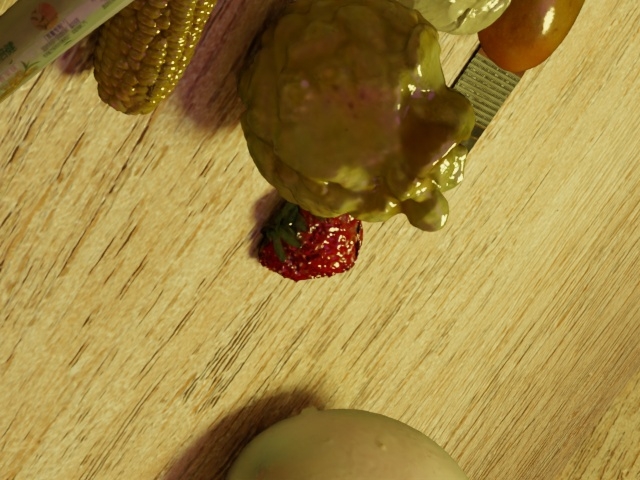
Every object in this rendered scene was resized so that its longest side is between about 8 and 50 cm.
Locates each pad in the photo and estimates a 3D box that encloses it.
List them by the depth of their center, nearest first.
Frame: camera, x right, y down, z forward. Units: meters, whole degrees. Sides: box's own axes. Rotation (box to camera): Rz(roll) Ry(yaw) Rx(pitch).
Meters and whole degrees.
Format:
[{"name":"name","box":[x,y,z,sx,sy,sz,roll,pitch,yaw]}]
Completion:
[{"name":"pad","box":[0.249,-0.149,1.980,0.323,0.055,0.250,22,106,-45]}]

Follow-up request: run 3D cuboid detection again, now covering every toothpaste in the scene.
[{"name":"toothpaste","box":[-0.202,-0.182,1.157,0.314,0.056,0.058,-38,165,5]}]

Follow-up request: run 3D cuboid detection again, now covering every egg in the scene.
[{"name":"egg","box":[0.016,0.385,2.010,0.354,0.354,0.340,-49,136,-3]}]

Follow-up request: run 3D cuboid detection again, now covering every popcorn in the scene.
[{"name":"popcorn","box":[0.043,-0.130,1.482,0.212,0.259,0.259,-70,-175,-64]}]

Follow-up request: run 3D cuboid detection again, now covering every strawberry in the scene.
[{"name":"strawberry","box":[-0.001,-0.001,1.748,0.140,0.085,0.192,-33,151,-36]}]

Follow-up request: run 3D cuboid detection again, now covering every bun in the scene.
[{"name":"bun","box":[0.157,-0.296,1.579,0.164,0.111,0.188,-30,151,-30]}]

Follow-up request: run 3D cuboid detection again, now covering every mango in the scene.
[{"name":"mango","box":[0.256,-0.308,1.718,0.138,0.113,0.253,-19,138,-48]}]

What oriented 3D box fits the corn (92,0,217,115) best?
[{"name":"corn","box":[-0.129,-0.229,1.235,0.101,0.101,0.292,-20,143,-47]}]
